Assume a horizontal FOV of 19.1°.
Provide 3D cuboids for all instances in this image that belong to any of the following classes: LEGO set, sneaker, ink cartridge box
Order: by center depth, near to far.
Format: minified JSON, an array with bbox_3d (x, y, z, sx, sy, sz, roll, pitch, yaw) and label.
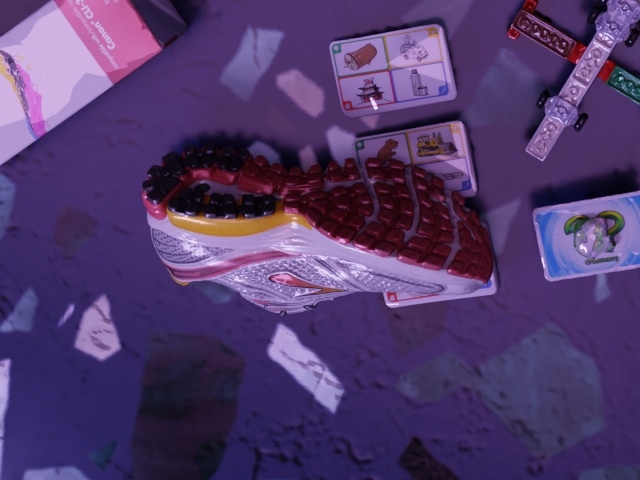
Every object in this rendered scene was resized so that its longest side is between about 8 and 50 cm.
[{"bbox_3d":[-0.187,-0.098,1.190,0.198,0.115,0.067,-34,98,10],"label":"ink cartridge box"},{"bbox_3d":[0.144,-0.065,1.216,0.244,0.060,0.182,-10,102,18],"label":"LEGO set"},{"bbox_3d":[0.000,0.000,1.217,0.225,0.088,0.093,10,134,11],"label":"sneaker"}]
